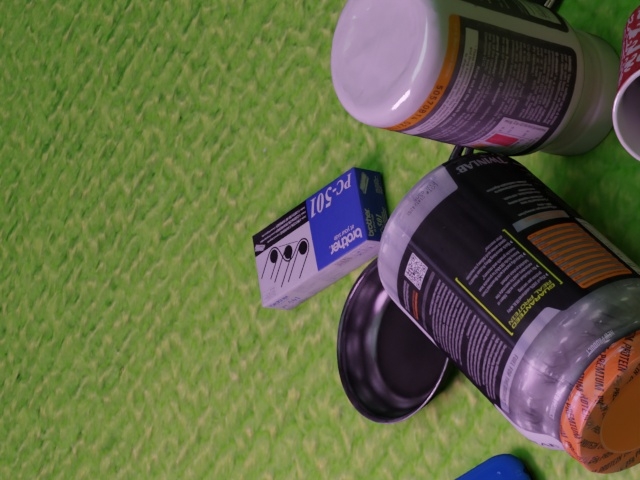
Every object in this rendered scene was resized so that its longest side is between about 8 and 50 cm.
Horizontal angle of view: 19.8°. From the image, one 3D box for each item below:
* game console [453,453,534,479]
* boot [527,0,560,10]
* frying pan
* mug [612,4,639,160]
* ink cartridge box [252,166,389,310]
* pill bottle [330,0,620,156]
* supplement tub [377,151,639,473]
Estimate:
[{"bbox_3d":[0.177,0.415,1.887,0.250,0.173,0.293,-32,52,7],"label":"game console"},{"bbox_3d":[0.201,-0.313,1.932,0.077,0.137,0.197,44,117,48],"label":"boot"},{"bbox_3d":[0.099,0.044,2.053,0.197,0.053,0.326,2,82,52],"label":"frying pan"},{"bbox_3d":[0.346,-0.156,1.704,0.169,0.150,0.113,-77,-24,-58],"label":"mug"},{"bbox_3d":[0.000,0.000,2.194,0.207,0.046,0.097,-34,58,43],"label":"ink cartridge box"},{"bbox_3d":[0.161,-0.170,1.833,0.162,0.278,0.162,-17,69,49],"label":"pill bottle"},{"bbox_3d":[0.213,0.069,1.772,0.316,0.194,0.193,47,119,41],"label":"supplement tub"}]
